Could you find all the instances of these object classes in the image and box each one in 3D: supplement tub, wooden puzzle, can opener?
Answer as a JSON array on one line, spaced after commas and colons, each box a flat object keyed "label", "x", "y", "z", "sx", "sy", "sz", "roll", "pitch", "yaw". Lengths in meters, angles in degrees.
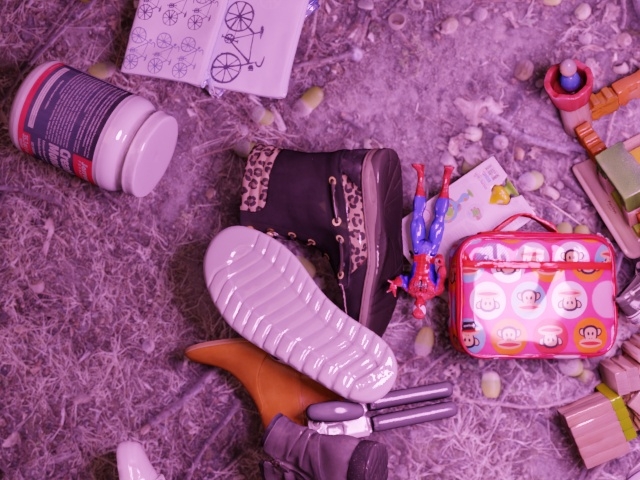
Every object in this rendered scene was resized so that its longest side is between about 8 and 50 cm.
[{"label": "supplement tub", "x": -0.429, "y": -0.209, "z": 1.979, "sx": 0.272, "sy": 0.191, "sz": 0.191, "roll": 24, "pitch": 87, "yaw": 10}, {"label": "wooden puzzle", "x": 0.602, "y": -0.104, "z": 1.863, "sx": 0.239, "sy": 0.044, "sz": 0.221, "roll": -25, "pitch": 57, "yaw": 3}, {"label": "can opener", "x": 0.111, "y": 0.308, "z": 1.871, "sx": 0.280, "sy": 0.093, "sz": 0.074, "roll": -8, "pitch": 81, "yaw": -13}]

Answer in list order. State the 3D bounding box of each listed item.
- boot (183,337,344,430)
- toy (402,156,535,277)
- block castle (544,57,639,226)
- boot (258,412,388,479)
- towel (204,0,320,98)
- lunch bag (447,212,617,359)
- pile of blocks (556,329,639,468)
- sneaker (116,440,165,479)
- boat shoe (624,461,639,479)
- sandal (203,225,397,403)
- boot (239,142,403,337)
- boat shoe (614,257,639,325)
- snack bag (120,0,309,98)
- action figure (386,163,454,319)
[{"label": "boot", "x": -0.103, "y": 0.282, "z": 1.923, "sx": 0.295, "sy": 0.104, "sz": 0.211, "roll": -3, "pitch": 83, "yaw": 3}, {"label": "toy", "x": 0.261, "y": -0.031, "z": 1.932, "sx": 0.237, "sy": 0.056, "sz": 0.137, "roll": -36, "pitch": 81, "yaw": 9}, {"label": "block castle", "x": 0.607, "y": -0.171, "z": 1.748, "sx": 0.303, "sy": 0.213, "sz": 0.453, "roll": -28, "pitch": 56, "yaw": 6}, {"label": "boot", "x": 0.007, "y": 0.463, "z": 1.858, "sx": 0.223, "sy": 0.118, "sz": 0.338, "roll": 11, "pitch": 116, "yaw": 25}, {"label": "towel", "x": -0.166, "y": -0.438, "z": 2.050, "sx": 0.285, "sy": 0.034, "sz": 0.209, "roll": -42, "pitch": 78, "yaw": -1}, {"label": "lunch bag", "x": 0.373, "y": 0.080, "z": 1.853, "sx": 0.293, "sy": 0.120, "sz": 0.258, "roll": 0, "pitch": 87, "yaw": -5}, {"label": "pile of blocks", "x": 0.565, "y": 0.240, "z": 1.844, "sx": 0.149, "sy": 0.112, "sz": 0.362, "roll": 42, "pitch": 94, "yaw": -10}, {"label": "sneaker", "x": -0.262, "y": 0.490, "z": 1.927, "sx": 0.169, "sy": 0.108, "sz": 0.292, "roll": -18, "pitch": 91, "yaw": 4}, {"label": "boat shoe", "x": 0.630, "y": 0.345, "z": 1.826, "sx": 0.267, "sy": 0.096, "sz": 0.088, "roll": -40, "pitch": 52, "yaw": 8}, {"label": "sandal", "x": -0.048, "y": 0.146, "z": 1.865, "sx": 0.416, "sy": 0.102, "sz": 0.169, "roll": 42, "pitch": 79, "yaw": 11}, {"label": "boot", "x": 0.000, "y": 0.000, "z": 1.919, "sx": 0.284, "sy": 0.138, "sz": 0.377, "roll": 10, "pitch": 113, "yaw": 25}, {"label": "boat shoe", "x": 0.593, "y": 0.053, "z": 1.830, "sx": 0.070, "sy": 0.078, "sz": 0.219, "roll": 48, "pitch": 61, "yaw": -3}, {"label": "snack bag", "x": -0.189, "y": -0.441, "z": 2.019, "sx": 0.343, "sy": 0.037, "sz": 0.323, "roll": 13, "pitch": 82, "yaw": 10}, {"label": "action figure", "x": 0.181, "y": 0.004, "z": 1.854, "sx": 0.092, "sy": 0.139, "sz": 0.280, "roll": 5, "pitch": 93, "yaw": 14}]
